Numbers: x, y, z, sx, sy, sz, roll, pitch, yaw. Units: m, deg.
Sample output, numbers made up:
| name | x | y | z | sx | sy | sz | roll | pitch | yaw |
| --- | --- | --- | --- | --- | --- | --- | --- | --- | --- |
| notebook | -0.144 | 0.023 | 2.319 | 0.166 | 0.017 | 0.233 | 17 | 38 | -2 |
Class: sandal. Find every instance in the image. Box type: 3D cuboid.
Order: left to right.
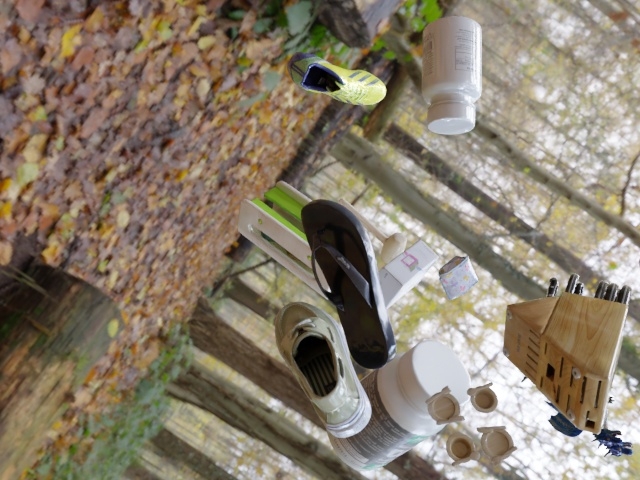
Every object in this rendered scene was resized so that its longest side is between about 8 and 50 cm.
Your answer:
| name | x | y | z | sx | sy | sz | roll | pitch | yaw |
| --- | --- | --- | --- | --- | --- | --- | --- | --- | --- |
| sandal | 0.038 | 0.061 | 0.893 | 0.097 | 0.255 | 0.054 | -22 | 180 | 43 |

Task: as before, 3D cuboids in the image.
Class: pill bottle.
| name | x | y | z | sx | sy | sz | roll | pitch | yaw |
| --- | --- | --- | --- | --- | --- | --- | --- | --- | --- |
| pill bottle | 0.184 | 0.401 | 1.552 | 0.361 | 0.204 | 0.204 | -50 | -173 | 41 |
| pill bottle | 0.289 | -0.359 | 1.412 | 0.131 | 0.131 | 0.230 | 140 | -47 | -75 |

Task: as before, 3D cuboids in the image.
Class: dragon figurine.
| name | x | y | z | sx | sy | sz | roll | pitch | yaw |
| --- | --- | --- | --- | --- | --- | --- | --- | --- | --- |
| dragon figurine | 0.545 | 0.367 | 1.404 | 0.289 | 0.085 | 0.144 | 15 | -131 | 42 |

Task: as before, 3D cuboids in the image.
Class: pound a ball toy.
| name | x | y | z | sx | sy | sz | roll | pitch | yaw |
| --- | --- | --- | --- | --- | --- | --- | --- | --- | --- |
| pound a ball toy | 0.000 | 0.000 | 1.409 | 0.208 | 0.319 | 0.136 | -33 | 148 | -40 |

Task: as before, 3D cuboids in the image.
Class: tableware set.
| name | x | y | z | sx | sy | sz | roll | pitch | yaw |
| --- | --- | --- | --- | --- | --- | --- | --- | --- | --- |
| tableware set | 0.290 | 0.354 | 1.232 | 0.020 | 0.140 | 0.169 | 92 | -17 | -59 |

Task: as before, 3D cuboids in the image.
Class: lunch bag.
| name | x | y | z | sx | sy | sz | roll | pitch | yaw |
| --- | --- | --- | --- | --- | --- | --- | --- | --- | --- |
| lunch bag | 0.305 | 0.084 | 1.449 | 0.083 | 0.071 | 0.053 | -37 | -162 | -24 |

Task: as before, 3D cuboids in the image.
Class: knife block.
| name | x | y | z | sx | sy | sz | roll | pitch | yaw |
| --- | --- | --- | --- | --- | --- | --- | --- | --- | --- |
| knife block | 0.405 | 0.142 | 0.931 | 0.276 | 0.241 | 0.088 | -127 | -149 | -64 |

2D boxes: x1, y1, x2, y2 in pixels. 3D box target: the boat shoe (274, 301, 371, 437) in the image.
| name | x | y | z | sx | sy | sz | roll | pitch | yaw |
| --- | --- | --- | --- | --- | --- | --- | --- | --- | --- |
| boat shoe | -0.006 | 0.172 | 1.003 | 0.109 | 0.094 | 0.302 | -30 | -146 | -6 |

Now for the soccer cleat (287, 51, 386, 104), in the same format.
| name | x | y | z | sx | sy | sz | roll | pitch | yaw |
| --- | --- | --- | --- | --- | --- | --- | --- | --- | --- |
| soccer cleat | 0.050 | -0.383 | 1.587 | 0.094 | 0.289 | 0.121 | -62 | -143 | 25 |

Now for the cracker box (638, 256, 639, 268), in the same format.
| name | x | y | z | sx | sy | sz | roll | pitch | yaw |
| --- | --- | --- | --- | --- | --- | --- | --- | --- | --- |
| cracker box | 0.837 | 0.090 | 1.402 | 0.067 | 0.232 | 0.156 | 79 | 18 | -48 |

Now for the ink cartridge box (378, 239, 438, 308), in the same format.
| name | x | y | z | sx | sy | sz | roll | pitch | yaw |
| --- | --- | --- | --- | --- | --- | --- | --- | --- | --- |
| ink cartridge box | 0.147 | 0.064 | 1.164 | 0.122 | 0.052 | 0.089 | -31 | 159 | -40 |
